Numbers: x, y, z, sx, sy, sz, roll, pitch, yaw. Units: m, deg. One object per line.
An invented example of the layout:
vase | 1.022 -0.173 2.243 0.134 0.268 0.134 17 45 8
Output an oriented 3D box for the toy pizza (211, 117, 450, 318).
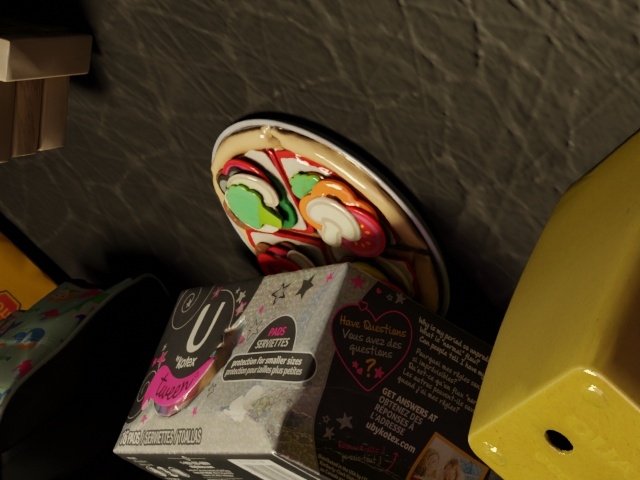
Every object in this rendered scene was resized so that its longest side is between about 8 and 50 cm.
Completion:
toy pizza | 0.000 0.000 1.173 0.201 0.032 0.201 30 149 20

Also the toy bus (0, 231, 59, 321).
toy bus | -0.339 0.035 1.527 0.333 0.130 0.108 44 151 -4

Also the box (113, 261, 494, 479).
box | -0.007 0.115 1.178 0.163 0.142 0.247 31 159 -24

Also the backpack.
backpack | -0.208 0.169 1.373 0.191 0.253 0.225 -9 117 33

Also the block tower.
block tower | -0.331 -0.139 1.255 0.335 0.091 0.097 16 108 29

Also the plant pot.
plant pot | 0.200 0.067 0.864 0.212 0.187 0.212 42 152 0
